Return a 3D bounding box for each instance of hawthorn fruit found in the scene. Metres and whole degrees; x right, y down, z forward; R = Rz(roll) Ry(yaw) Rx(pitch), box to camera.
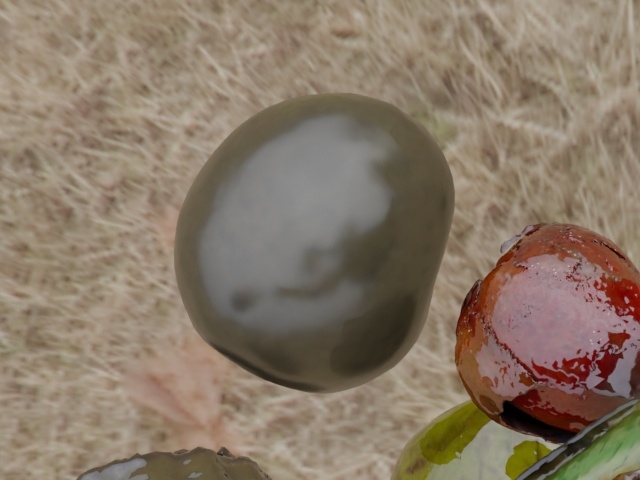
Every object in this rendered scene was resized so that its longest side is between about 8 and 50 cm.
[{"bbox_3d":[0.177,0.073,1.194,0.172,0.148,0.148,31,89,21],"label":"hawthorn fruit"}]

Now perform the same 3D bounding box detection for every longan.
[{"bbox_3d":[0.000,0.000,1.398,0.246,0.246,0.215,-36,66,4],"label":"longan"}]

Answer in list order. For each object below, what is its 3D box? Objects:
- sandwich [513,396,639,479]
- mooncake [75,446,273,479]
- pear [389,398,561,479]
[{"bbox_3d":[0.103,0.218,0.745,0.162,0.301,0.250,42,112,-3],"label":"sandwich"},{"bbox_3d":[-0.150,0.372,1.829,0.324,0.324,0.187,-40,36,3],"label":"mooncake"},{"bbox_3d":[0.174,0.245,1.424,0.284,0.283,0.283,-1,83,10],"label":"pear"}]
